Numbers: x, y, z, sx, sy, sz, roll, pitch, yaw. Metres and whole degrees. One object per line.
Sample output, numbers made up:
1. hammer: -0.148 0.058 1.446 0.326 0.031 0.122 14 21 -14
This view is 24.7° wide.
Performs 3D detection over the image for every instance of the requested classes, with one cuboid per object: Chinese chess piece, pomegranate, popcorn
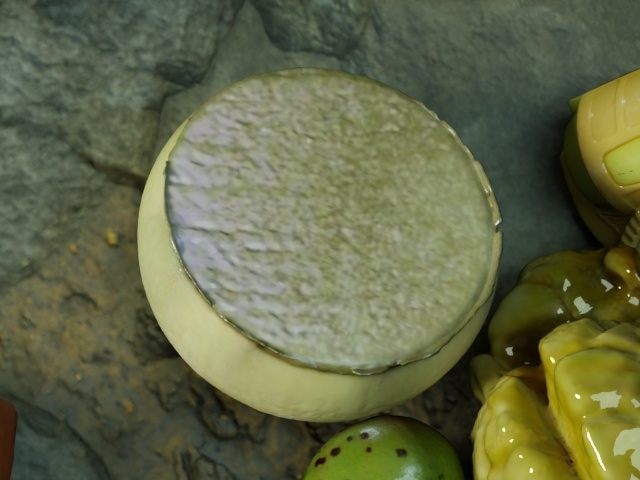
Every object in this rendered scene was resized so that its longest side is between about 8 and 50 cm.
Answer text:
1. Chinese chess piece: 0.000 0.000 1.082 0.270 0.112 0.270 7 60 -12
2. pomegranate: 0.061 0.204 1.068 0.159 0.129 0.129 44 65 6
3. popcorn: 0.213 0.157 1.077 0.265 0.225 0.332 30 47 -60

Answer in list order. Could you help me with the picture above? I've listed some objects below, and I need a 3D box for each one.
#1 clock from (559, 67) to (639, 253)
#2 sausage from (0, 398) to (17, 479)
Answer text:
1. clock: 0.351 -0.006 1.182 0.200 0.244 0.317 -18 86 -39
2. sausage: -0.270 0.220 0.953 0.114 0.113 0.259 12 72 -18
